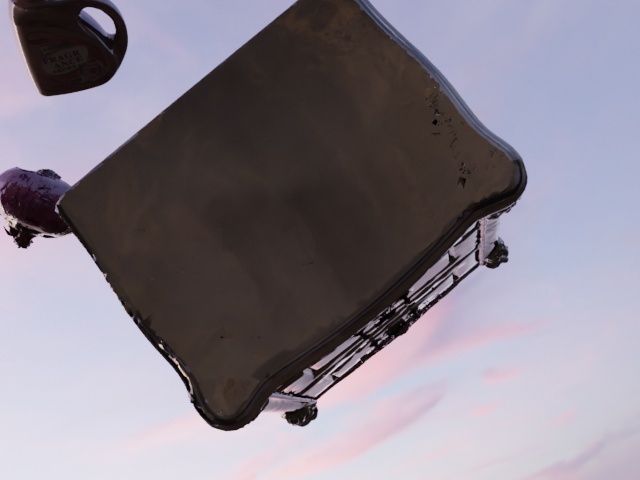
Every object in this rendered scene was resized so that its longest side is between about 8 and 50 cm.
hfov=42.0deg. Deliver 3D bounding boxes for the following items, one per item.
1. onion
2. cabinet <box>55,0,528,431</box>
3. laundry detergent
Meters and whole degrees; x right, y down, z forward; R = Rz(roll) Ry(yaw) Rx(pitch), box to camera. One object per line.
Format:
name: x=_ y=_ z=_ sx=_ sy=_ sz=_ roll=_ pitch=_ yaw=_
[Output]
onion: x=-0.353 y=-0.039 z=1.027 sx=0.115 sy=0.115 sz=0.104 roll=28 pitch=-95 yaw=-60
cabinet: x=0.000 y=0.000 z=0.750 sx=0.290 sy=0.227 sz=0.318 roll=-40 pitch=-17 yaw=-1
laundry detergent: x=-0.391 y=-0.338 z=1.300 sx=0.171 sy=0.076 sz=0.237 roll=-16 pitch=-32 yaw=-14
